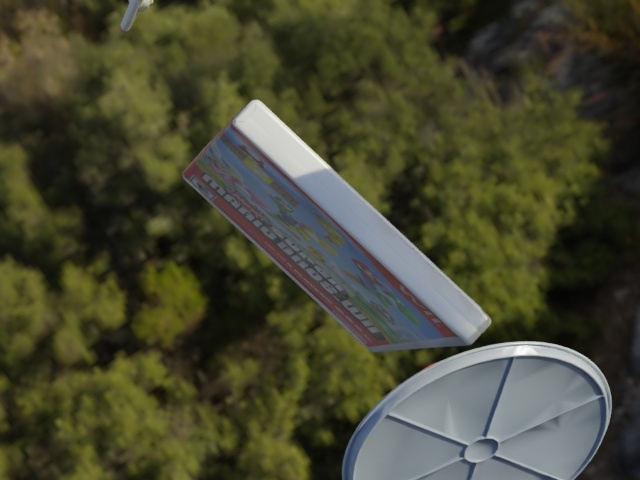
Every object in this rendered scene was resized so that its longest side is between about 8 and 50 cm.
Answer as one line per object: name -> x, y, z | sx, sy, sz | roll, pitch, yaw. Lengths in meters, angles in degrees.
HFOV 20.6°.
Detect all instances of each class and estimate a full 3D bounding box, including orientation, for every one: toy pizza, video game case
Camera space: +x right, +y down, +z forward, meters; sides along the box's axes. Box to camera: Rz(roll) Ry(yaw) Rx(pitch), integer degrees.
toy pizza -> 0.110, 0.138, 1.257 | 0.201, 0.201, 0.032 | -28, 45, 6
video game case -> 0.000, 0.000, 1.217 | 0.025, 0.204, 0.285 | -48, 5, -11

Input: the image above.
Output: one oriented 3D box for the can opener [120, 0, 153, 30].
can opener -> -0.156, -0.272, 1.550 | 0.076, 0.095, 0.283 | -66, 6, -21
